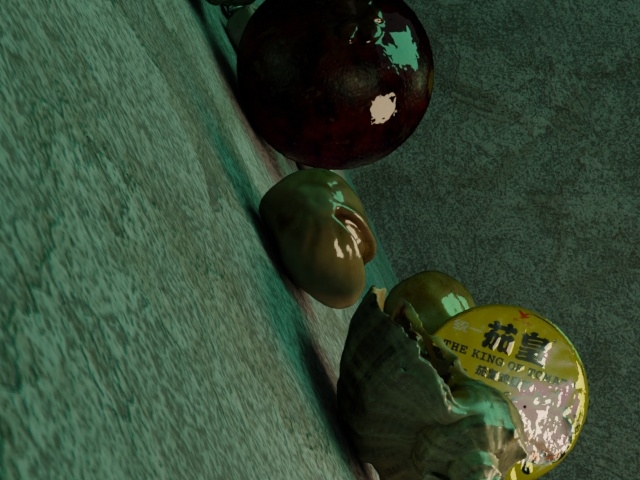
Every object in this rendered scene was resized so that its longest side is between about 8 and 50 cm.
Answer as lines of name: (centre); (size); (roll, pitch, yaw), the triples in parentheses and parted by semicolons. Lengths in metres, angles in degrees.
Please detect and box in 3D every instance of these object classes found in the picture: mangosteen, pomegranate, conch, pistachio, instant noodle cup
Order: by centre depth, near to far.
conch: (0.095, 0.180, 1.208); (0.210, 0.159, 0.291); (31, 12, -38)
pistachio: (0.000, 0.000, 1.334); (0.130, 0.131, 0.206); (-62, 153, -23)
mangosteen: (0.018, -0.243, 1.744); (0.360, 0.306, 0.306); (107, -37, -61)
instant noodle cup: (0.311, 0.283, 2.091); (0.254, 0.325, 0.326); (120, -56, -85)
pomegranate: (0.227, 0.163, 2.336); (0.207, 0.207, 0.207); (63, 5, -11)

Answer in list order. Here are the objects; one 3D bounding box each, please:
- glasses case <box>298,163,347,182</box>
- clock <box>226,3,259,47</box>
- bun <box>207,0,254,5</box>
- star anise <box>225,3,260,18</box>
glasses case: (-0.017, -0.186, 2.183); (0.297, 0.075, 0.113); (66, 9, 27)
clock: (-0.031, -0.302, 2.075); (0.309, 0.114, 0.284); (54, 26, 5)
bun: (-0.112, -0.541, 1.703); (0.352, 0.227, 0.349); (-60, 144, -58)
star anise: (-0.153, -0.451, 2.181); (0.172, 0.063, 0.208); (-106, 169, -54)
